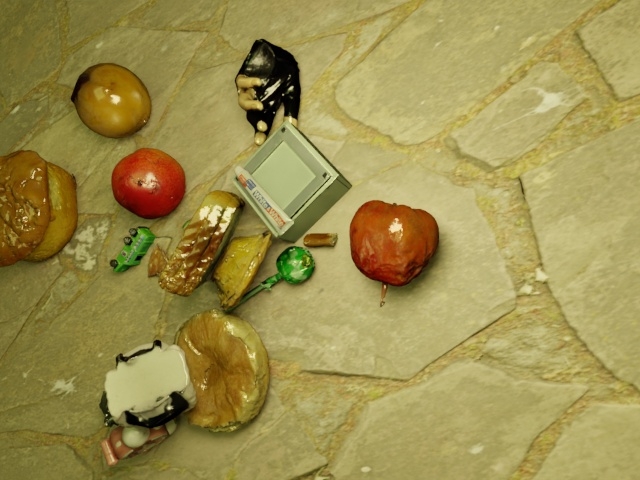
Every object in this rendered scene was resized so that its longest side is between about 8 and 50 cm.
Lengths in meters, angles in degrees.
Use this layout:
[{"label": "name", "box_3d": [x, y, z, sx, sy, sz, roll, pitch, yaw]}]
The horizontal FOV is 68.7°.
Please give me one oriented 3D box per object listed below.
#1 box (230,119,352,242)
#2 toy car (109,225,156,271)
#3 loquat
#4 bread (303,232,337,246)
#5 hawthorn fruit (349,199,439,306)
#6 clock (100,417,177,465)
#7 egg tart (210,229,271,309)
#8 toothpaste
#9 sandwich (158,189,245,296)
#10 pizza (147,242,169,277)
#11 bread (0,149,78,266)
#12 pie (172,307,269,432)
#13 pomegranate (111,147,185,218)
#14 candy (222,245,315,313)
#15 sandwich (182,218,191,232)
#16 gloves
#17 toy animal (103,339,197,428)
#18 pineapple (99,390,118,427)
[{"label": "box", "box_3d": [-0.081, -0.154, 1.245, 0.225, 0.117, 0.225, -44, 69, 10]}, {"label": "toy car", "box_3d": [-0.579, 0.033, 1.449, 0.063, 0.071, 0.165, 35, 95, 9]}, {"label": "loquat", "box_3d": [-0.650, -0.435, 1.466, 0.235, 0.235, 0.234, -4, 80, 22]}, {"label": "bread", "box_3d": [0.000, 0.000, 1.229, 0.083, 0.047, 0.036, -1, 111, 24]}, {"label": "hawthorn fruit", "box_3d": [0.160, 0.034, 1.083, 0.208, 0.207, 0.243, 11, 90, 24]}, {"label": "clock", "box_3d": [-0.494, 0.527, 1.284, 0.162, 0.166, 0.092, -37, 69, 21]}, {"label": "egg tart", "box_3d": [-0.210, 0.064, 1.214, 0.106, 0.241, 0.241, 31, 94, -10]}, {"label": "toothpaste", "box_3d": [-0.148, -0.107, 1.188, 0.052, 0.033, 0.218, -45, 74, 16]}, {"label": "sandwich", "box_3d": [-0.294, -0.004, 1.214, 0.099, 0.301, 0.271, 26, 92, -6]}, {"label": "pizza", "box_3d": [-0.496, 0.075, 1.432, 0.099, 0.029, 0.100, -47, 65, 18]}, {"label": "bread", "box_3d": [-1.004, -0.099, 1.567, 0.399, 0.215, 0.397, -3, 82, 21]}, {"label": "pie", "box_3d": [-0.280, 0.349, 1.262, 0.340, 0.083, 0.339, -4, 80, 26]}, {"label": "pomegranate", "box_3d": [-0.504, -0.174, 1.382, 0.210, 0.210, 0.235, -36, 38, 13]}, {"label": "candy", "box_3d": [-0.149, 0.122, 1.263, 0.324, 0.097, 0.097, -34, 70, 23]}, {"label": "sandwich", "box_3d": [-0.366, -0.035, 1.395, 0.101, 0.026, 0.069, -25, 77, 20]}, {"label": "gloves", "box_3d": [-0.142, -0.394, 1.289, 0.152, 0.197, 0.300, -42, 35, 51]}, {"label": "toy animal", "box_3d": [-0.426, 0.368, 1.205, 0.208, 0.156, 0.204, -22, 70, -7]}, {"label": "pineapple", "box_3d": [-0.542, 0.450, 1.350, 0.237, 0.111, 0.119, -39, 33, 17]}]
